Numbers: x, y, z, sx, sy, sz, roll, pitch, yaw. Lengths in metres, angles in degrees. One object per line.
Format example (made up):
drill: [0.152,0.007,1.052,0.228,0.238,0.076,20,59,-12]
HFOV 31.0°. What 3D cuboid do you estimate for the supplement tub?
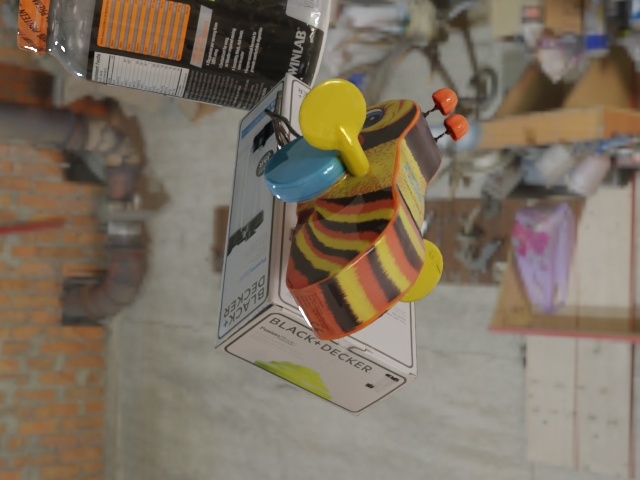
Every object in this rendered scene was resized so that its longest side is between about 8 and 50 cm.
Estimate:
supplement tub: [-0.157,-0.252,1.253,0.316,0.193,0.193,10,178,-11]

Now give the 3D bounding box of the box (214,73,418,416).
box: [0.000,0.000,1.087,0.169,0.290,0.087,28,132,-28]

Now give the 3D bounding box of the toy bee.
toy bee: [0.039,-0.061,0.895,0.162,0.298,0.195,-25,143,10]
